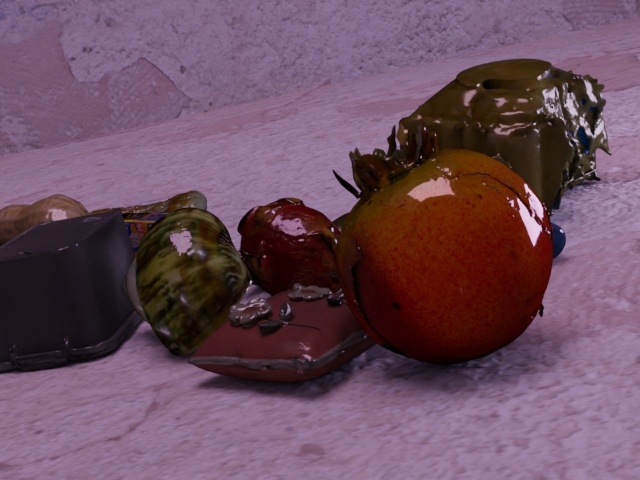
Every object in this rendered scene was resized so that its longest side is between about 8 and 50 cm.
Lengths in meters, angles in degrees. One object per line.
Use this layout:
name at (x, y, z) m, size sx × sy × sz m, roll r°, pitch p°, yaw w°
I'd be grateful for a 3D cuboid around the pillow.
pillow at (-0.022, 0.088, 1.213) m, size 0.171 × 0.075 × 0.179 m, roll 2°, pitch 18°, yaw 38°

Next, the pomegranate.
pomegranate at (0.113, 0.004, 1.128) m, size 0.210 × 0.235 × 0.210 m, roll -29°, pitch 11°, yaw 6°

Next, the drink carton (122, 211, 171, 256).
drink carton at (-0.255, -0.004, 1.783) m, size 0.165 × 0.071 × 0.056 m, roll 2°, pitch 15°, yaw 41°

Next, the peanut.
peanut at (-0.436, -0.012, 1.862) m, size 0.123 × 0.124 × 0.256 m, roll -22°, pitch 16°, yaw -39°

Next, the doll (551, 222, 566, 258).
doll at (0.247, 0.005, 1.403) m, size 0.083 × 0.050 × 0.076 m, roll -16°, pitch -4°, yaw -15°

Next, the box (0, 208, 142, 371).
box at (-0.313, 0.054, 1.457) m, size 0.163 × 0.135 × 0.243 m, roll -8°, pitch 14°, yaw 12°

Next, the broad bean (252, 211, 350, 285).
broad bean at (0.002, 0.008, 1.568) m, size 0.325 × 0.067 × 0.075 m, roll -21°, pitch -13°, yaw -29°

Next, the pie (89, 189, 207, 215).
pie at (-0.304, -0.030, 1.963) m, size 0.240 × 0.054 × 0.240 m, roll -12°, pitch 14°, yaw 3°

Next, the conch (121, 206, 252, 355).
conch at (-0.161, 0.048, 1.356) m, size 0.181 × 0.124 × 0.187 m, roll -48°, pitch 16°, yaw 49°

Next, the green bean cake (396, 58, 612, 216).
green bean cake at (0.287, -0.150, 1.683) m, size 0.310 × 0.202 × 0.285 m, roll -20°, pitch 18°, yaw -31°

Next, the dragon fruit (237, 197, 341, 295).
dragon fruit at (0.004, 0.023, 1.403) m, size 0.246 × 0.125 × 0.125 m, roll 18°, pitch 58°, yaw 24°
